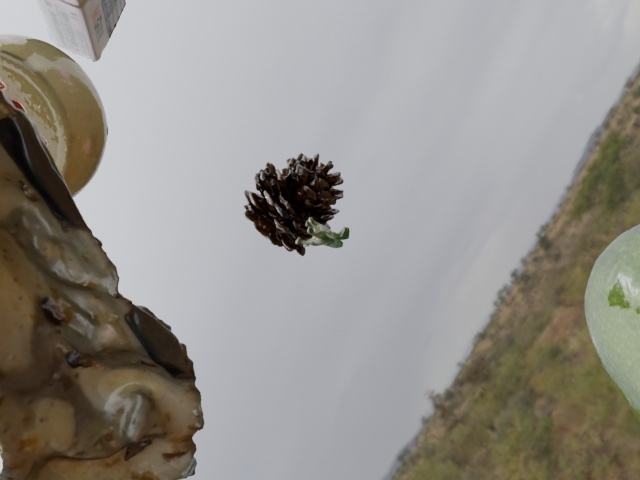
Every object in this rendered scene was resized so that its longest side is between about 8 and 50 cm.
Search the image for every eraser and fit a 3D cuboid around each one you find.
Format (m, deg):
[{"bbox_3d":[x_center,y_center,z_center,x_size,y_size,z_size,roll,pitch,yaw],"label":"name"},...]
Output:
[{"bbox_3d":[-0.362,-0.385,1.207,0.130,0.086,0.287,-65,6,-13],"label":"eraser"}]

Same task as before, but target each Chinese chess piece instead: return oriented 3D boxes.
[{"bbox_3d":[-0.425,-0.160,1.114,0.250,0.251,0.097,-65,-5,23],"label":"Chinese chess piece"}]

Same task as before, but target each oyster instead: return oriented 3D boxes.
[{"bbox_3d":[-0.155,0.030,0.437,0.129,0.078,0.345,-20,-59,-7],"label":"oyster"}]

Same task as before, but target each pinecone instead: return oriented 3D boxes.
[{"bbox_3d":[-0.037,-0.063,1.280,0.173,0.174,0.173,-54,-15,-21],"label":"pinecone"}]

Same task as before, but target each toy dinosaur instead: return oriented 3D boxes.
[{"bbox_3d":[0.000,0.000,1.110,0.119,0.060,0.029,132,160,-64],"label":"toy dinosaur"}]

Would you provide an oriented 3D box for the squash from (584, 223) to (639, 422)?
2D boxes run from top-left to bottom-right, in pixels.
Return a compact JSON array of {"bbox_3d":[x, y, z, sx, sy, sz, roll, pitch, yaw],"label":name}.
[{"bbox_3d":[0.432,0.074,0.840,0.310,0.310,0.309,-66,25,25],"label":"squash"}]
